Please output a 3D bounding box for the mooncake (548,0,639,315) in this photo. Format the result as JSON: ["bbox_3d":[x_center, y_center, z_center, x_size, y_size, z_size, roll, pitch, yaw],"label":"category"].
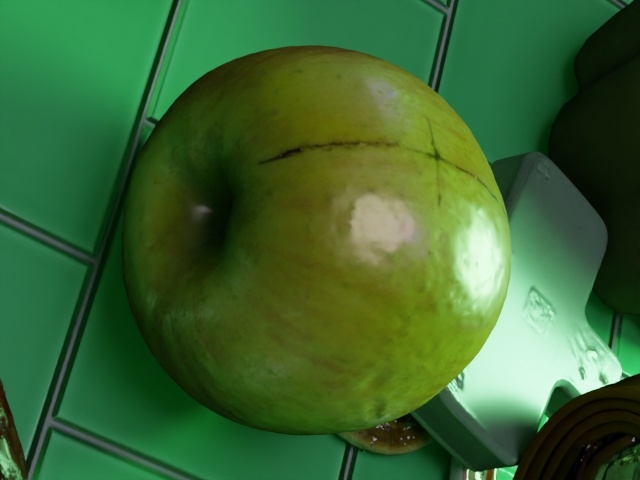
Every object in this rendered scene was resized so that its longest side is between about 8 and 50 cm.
[{"bbox_3d":[0.389,-0.071,1.504,0.378,0.201,0.378,16,65,-36],"label":"mooncake"}]

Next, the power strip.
[{"bbox_3d":[0.174,0.077,1.351,0.193,0.059,0.265,45,52,-25],"label":"power strip"}]

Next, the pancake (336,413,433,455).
[{"bbox_3d":[0.049,0.097,1.299,0.158,0.028,0.158,13,67,-33],"label":"pancake"}]

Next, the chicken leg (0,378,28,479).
[{"bbox_3d":[-0.219,0.142,1.058,0.304,0.093,0.113,58,39,-12],"label":"chicken leg"}]

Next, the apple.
[{"bbox_3d":[0.000,0.000,1.140,0.233,0.286,0.286,17,66,-40],"label":"apple"}]

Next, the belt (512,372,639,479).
[{"bbox_3d":[0.242,0.228,1.263,0.105,0.184,0.261,-10,116,-52],"label":"belt"}]

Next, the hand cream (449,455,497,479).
[{"bbox_3d":[0.127,0.195,1.325,0.052,0.038,0.216,45,45,-50],"label":"hand cream"}]
